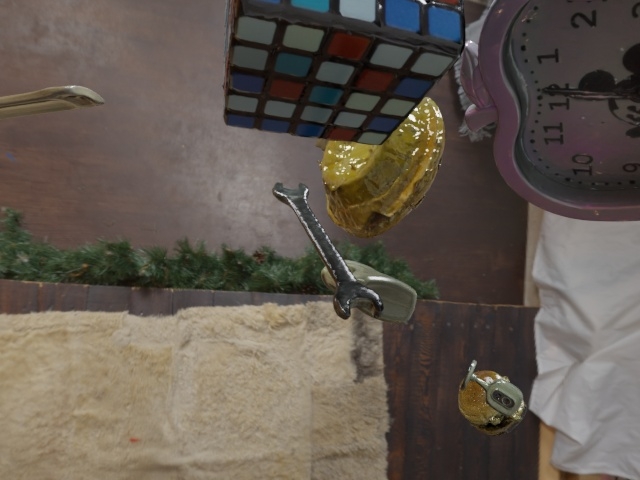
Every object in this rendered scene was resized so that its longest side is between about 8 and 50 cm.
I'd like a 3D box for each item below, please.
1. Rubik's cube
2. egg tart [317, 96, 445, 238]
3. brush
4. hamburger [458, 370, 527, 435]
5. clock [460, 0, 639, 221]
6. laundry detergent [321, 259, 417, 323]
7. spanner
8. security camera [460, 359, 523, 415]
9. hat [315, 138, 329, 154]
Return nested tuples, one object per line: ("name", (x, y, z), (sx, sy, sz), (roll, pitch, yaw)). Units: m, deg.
("Rubik's cube", (0.007, -0.213, 0.432), (0.183, 0.182, 0.187), (3, 77, -16))
("egg tart", (0.092, -0.146, 0.850), (0.115, 0.290, 0.291), (23, 81, -33))
("brush", (-0.421, -0.177, 0.592), (0.320, 0.060, 0.050), (-1, 89, 18))
("hamburger", (0.453, 0.433, 1.240), (0.159, 0.184, 0.131), (-45, 115, -16))
("clock", (0.323, -0.165, 0.504), (0.338, 0.338, 0.102), (41, 61, -13))
("laundry detergent", (0.094, 0.103, 1.054), (0.181, 0.253, 0.091), (17, 92, -21))
("spanner", (0.000, 0.000, 0.561), (0.053, 0.255, 0.015), (-13, 135, -19))
("security camera", (0.278, 0.240, 0.756), (0.092, 0.058, 0.058), (25, 78, 24))
("hat", (0.092, -0.209, 1.037), (0.166, 0.173, 0.144), (-3, 118, -20))
